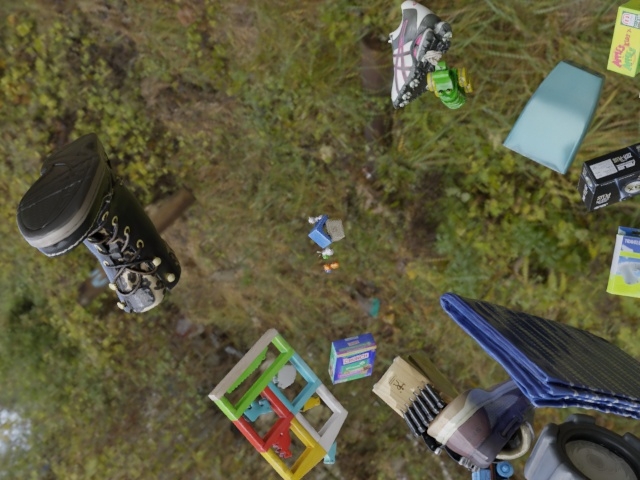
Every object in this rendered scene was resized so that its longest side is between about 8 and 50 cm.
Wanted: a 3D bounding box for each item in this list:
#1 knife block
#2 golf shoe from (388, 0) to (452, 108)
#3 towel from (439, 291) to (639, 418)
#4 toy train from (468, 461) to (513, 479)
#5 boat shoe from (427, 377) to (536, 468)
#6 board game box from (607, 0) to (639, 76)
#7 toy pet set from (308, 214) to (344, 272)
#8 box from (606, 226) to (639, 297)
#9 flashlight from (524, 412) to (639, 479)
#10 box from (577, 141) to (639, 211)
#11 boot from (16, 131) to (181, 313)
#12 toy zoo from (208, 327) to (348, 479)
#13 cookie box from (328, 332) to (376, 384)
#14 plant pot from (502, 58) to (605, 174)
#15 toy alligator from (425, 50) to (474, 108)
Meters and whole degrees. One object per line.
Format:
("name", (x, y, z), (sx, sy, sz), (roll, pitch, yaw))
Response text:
("knife block", (0.230, 0.327, 1.354), (0.242, 0.088, 0.276), (39, -173, 20))
("golf shoe", (0.206, -0.408, 1.572), (0.120, 0.105, 0.273), (53, 154, 19))
("towel", (0.341, 0.166, 0.956), (0.336, 0.040, 0.243), (17, -164, -28))
("toy train", (0.415, 0.610, 1.722), (0.105, 0.184, 0.080), (6, 141, 2))
("boat shoe", (0.234, 0.246, 0.933), (0.092, 0.103, 0.285), (50, -163, 26))
("board game box", (0.484, -0.311, 1.008), (0.043, 0.181, 0.092), (32, 141, 38))
("toy pet set", (0.000, 0.000, 1.494), (0.114, 0.065, 0.122), (144, 118, -62))
("box", (0.830, 0.059, 1.867), (0.109, 0.178, 0.042), (8, -174, -1))
("flashlight", (0.189, 0.297, 0.612), (0.103, 0.103, 0.304), (39, 124, 39))
("box", (0.765, -0.165, 1.809), (0.147, 0.180, 0.077), (64, -172, -63))
("boot", (-0.346, -0.002, 1.158), (0.284, 0.138, 0.377), (62, 177, -27))
("toy zoo", (-0.065, 0.348, 1.431), (0.293, 0.192, 0.030), (51, 147, -12))
("cookie box", (0.067, 0.254, 1.519), (0.107, 0.092, 0.040), (94, 159, -44))
("plant pot", (0.589, -0.315, 1.734), (0.166, 0.166, 0.234), (29, 118, 16))
("toy alligator", (0.186, -0.227, 1.034), (0.056, 0.051, 0.190), (-4, 176, 23))
